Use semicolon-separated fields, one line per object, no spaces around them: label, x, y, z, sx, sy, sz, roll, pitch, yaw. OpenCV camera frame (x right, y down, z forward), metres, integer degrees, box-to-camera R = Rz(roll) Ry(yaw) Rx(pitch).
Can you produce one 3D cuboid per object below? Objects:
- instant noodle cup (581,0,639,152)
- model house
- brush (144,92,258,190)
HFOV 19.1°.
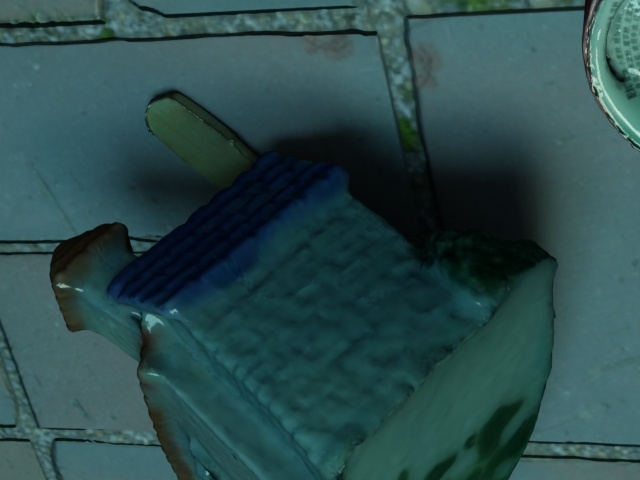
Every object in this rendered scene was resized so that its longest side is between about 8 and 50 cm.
instant noodle cup;0.247;-0.166;1.097;0.244;0.255;0.244;8;129;11
model house;-0.030;0.080;1.399;0.329;0.252;0.295;33;157;24
brush;0.000;0.000;1.456;0.336;0.020;0.085;41;128;-11
